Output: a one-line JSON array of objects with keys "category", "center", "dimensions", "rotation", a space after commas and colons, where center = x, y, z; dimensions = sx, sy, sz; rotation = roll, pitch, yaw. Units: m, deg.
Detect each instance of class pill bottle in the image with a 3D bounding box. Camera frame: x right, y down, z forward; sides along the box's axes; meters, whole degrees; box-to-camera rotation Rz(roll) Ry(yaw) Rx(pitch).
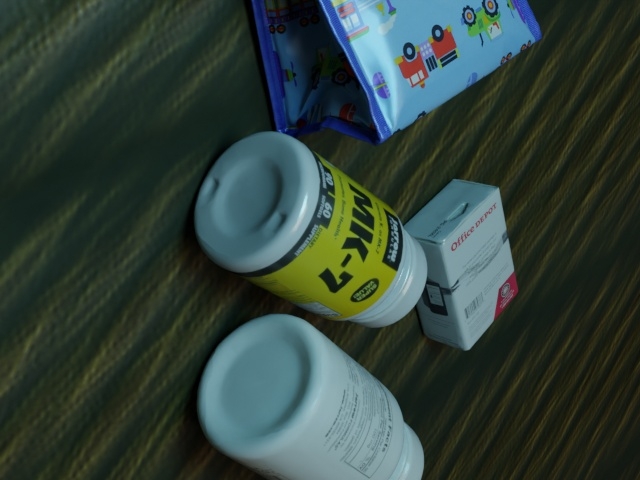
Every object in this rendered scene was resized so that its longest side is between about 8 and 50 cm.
[{"category": "pill bottle", "center": [0.002, 0.170, 0.918], "dimensions": [0.229, 0.131, 0.131], "rotation": [45, 69, -47]}, {"category": "pill bottle", "center": [0.000, 0.000, 0.869], "dimensions": [0.208, 0.119, 0.119], "rotation": [31, 79, -50]}]

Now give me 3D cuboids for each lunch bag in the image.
[{"category": "lunch bag", "center": [0.038, -0.258, 0.833], "dimensions": [0.221, 0.138, 0.293], "rotation": [-35, 118, -33]}]

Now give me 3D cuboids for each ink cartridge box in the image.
[{"category": "ink cartridge box", "center": [0.151, 0.024, 1.092], "dimensions": [0.109, 0.063, 0.150], "rotation": [-42, 131, -31]}]
